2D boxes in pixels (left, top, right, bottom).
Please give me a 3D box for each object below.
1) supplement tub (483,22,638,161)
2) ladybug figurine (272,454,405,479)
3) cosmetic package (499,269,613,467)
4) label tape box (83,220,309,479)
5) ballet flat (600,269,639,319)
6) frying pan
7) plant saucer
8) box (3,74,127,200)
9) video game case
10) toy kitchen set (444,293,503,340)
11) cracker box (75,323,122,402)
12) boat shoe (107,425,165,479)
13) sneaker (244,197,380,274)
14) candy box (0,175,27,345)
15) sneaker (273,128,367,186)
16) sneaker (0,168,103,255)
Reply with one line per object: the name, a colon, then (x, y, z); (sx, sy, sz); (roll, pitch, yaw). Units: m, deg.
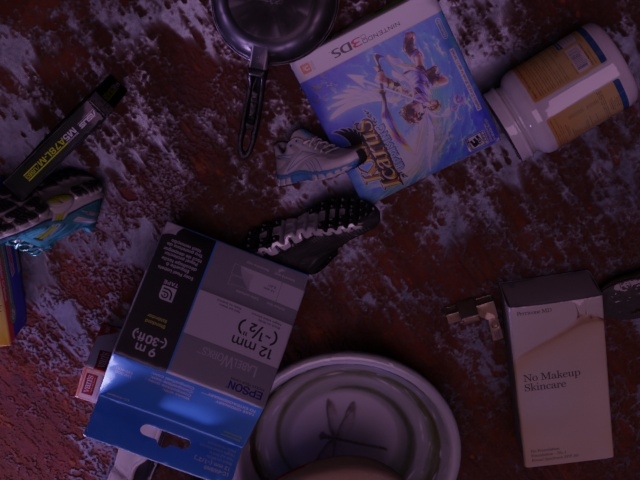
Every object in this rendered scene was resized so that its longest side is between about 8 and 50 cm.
supplement tub: (0.365, -0.224, 1.597); (0.199, 0.144, 0.144); (-31, 108, 9)
ladybug figurine: (-0.026, 0.522, 1.750); (0.449, 0.162, 0.305); (-42, 107, 12)
cosmetic package: (0.403, 0.220, 1.781); (0.160, 0.113, 0.310); (-9, 111, 5)
label tape box: (-0.191, 0.177, 1.641); (0.249, 0.115, 0.348); (22, 65, -7)
ballet flat: (0.584, 0.066, 1.766); (0.249, 0.058, 0.084); (-22, 114, 12)
frying pan: (-0.107, -0.309, 1.569); (0.197, 0.053, 0.326); (35, 96, 5)
plant saucer: (0.042, 0.357, 1.830); (0.400, 0.100, 0.401); (0, 111, -1)
box: (-0.381, -0.159, 1.576); (0.045, 0.191, 0.184); (43, 103, -14)
video game case: (0.117, -0.222, 1.636); (0.244, 0.061, 0.270); (-26, 109, 9)
toy kitchen set: (0.262, 0.145, 1.773); (0.083, 0.068, 0.075); (-17, 110, 5)
cracker box: (-0.276, 0.231, 1.743); (0.232, 0.156, 0.067); (18, 111, -8)
boat shoe: (-0.319, 0.388, 1.864); (0.065, 0.075, 0.206); (10, 110, -52)
sneaker: (0.000, 0.000, 1.698); (0.234, 0.078, 0.106); (-16, 130, 22)
candy box: (-0.657, 0.040, 1.679); (0.317, 0.122, 0.268); (-4, 110, -1)
sneaker: (-0.010, -0.135, 1.622); (0.190, 0.071, 0.083); (-6, 103, 44)
sneaker: (-0.443, -0.022, 1.605); (0.107, 0.275, 0.110); (29, 123, 31)
